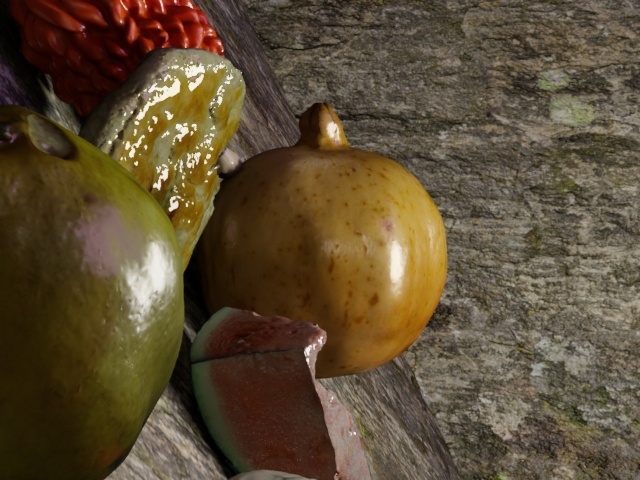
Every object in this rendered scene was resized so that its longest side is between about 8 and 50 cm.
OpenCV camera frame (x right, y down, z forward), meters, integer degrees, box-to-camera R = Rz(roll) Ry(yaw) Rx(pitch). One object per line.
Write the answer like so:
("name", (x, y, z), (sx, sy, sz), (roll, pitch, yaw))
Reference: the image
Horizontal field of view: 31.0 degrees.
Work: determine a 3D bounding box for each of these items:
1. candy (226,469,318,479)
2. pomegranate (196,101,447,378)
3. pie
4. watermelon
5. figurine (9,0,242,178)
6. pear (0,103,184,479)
("candy", (-0.027, 0.386, 1.237), (0.295, 0.185, 0.295), (42, 20, -19))
("pomegranate", (0.000, 0.000, 1.726), (0.410, 0.410, 0.410), (59, 11, -19))
("pie", (-0.193, -0.078, 1.398), (0.075, 0.338, 0.337), (22, -5, 21))
("watermelon", (-0.050, 0.221, 1.486), (0.318, 0.226, 0.148), (50, 37, 6))
("figurine", (-0.255, -0.234, 1.587), (0.306, 0.241, 0.412), (61, -2, 33))
("pear", (-0.233, 0.054, 0.900), (0.269, 0.269, 0.321), (-102, 180, -55))
